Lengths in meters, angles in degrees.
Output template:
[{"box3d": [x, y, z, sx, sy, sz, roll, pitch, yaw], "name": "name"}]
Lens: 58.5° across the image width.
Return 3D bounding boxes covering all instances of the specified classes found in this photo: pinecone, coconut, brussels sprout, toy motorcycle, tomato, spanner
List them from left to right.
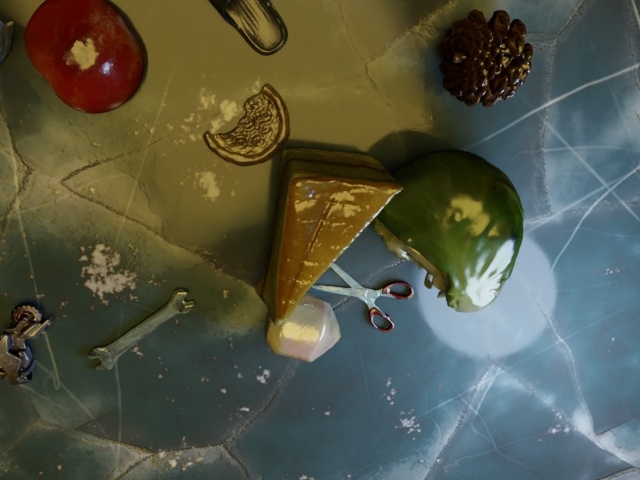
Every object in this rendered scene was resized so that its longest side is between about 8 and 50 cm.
[{"box3d": [-0.690, 0.249, 1.312, 0.122, 0.080, 0.215, 34, 96, -18], "name": "toy motorcycle"}, {"box3d": [-0.456, -0.366, 1.104, 0.200, 0.139, 0.233, -38, 110, -2], "name": "tomato"}, {"box3d": [-0.430, 0.218, 1.374, 0.302, 0.017, 0.071, -34, 111, 4], "name": "spanner"}, {"box3d": [-0.038, 0.200, 1.355, 0.182, 0.171, 0.171, 10, 107, -10], "name": "coconut"}, {"box3d": [0.302, -0.029, 1.269, 0.314, 0.276, 0.371, -33, 111, 7], "name": "brussels sprout"}, {"box3d": [0.356, -0.384, 1.206, 0.207, 0.208, 0.208, -3, 109, -8], "name": "pinecone"}]

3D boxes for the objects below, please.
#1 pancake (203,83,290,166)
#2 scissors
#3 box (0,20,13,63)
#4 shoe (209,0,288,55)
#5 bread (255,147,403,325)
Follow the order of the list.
[{"box3d": [-0.156, -0.254, 1.254, 0.184, 0.020, 0.191, 12, 106, -12], "name": "pancake"}, {"box3d": [0.102, 0.130, 1.430, 0.247, 0.017, 0.144, 25, 102, -15], "name": "scissors"}, {"box3d": [-0.736, -0.358, 1.001, 0.206, 0.291, 0.262, 42, 102, -9], "name": "box"}, {"box3d": [-0.155, -0.479, 1.139, 0.108, 0.093, 0.241, -39, 112, 7], "name": "shoe"}, {"box3d": [0.000, 0.000, 1.260, 0.244, 0.233, 0.362, 6, 112, -12], "name": "bread"}]
